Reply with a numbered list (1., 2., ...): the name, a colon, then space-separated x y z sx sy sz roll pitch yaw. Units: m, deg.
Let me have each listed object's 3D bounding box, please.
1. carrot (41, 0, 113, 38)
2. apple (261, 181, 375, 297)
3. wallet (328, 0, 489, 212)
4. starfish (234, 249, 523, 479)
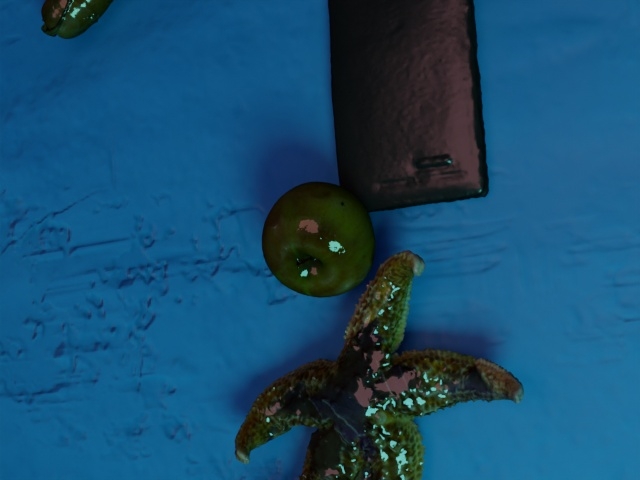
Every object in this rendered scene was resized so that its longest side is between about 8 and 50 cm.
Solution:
1. carrot: -0.163 -0.278 0.857 0.254 0.049 0.049 -47 68 9
2. apple: 0.000 0.000 0.729 0.089 0.074 0.089 12 120 22
3. wallet: 0.062 -0.147 0.748 0.124 0.025 0.244 -6 83 27
4. starfish: 0.042 0.122 0.710 0.216 0.071 0.238 9 98 20
